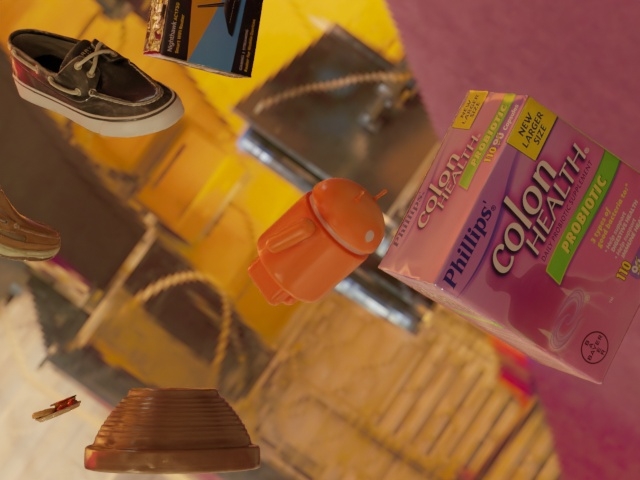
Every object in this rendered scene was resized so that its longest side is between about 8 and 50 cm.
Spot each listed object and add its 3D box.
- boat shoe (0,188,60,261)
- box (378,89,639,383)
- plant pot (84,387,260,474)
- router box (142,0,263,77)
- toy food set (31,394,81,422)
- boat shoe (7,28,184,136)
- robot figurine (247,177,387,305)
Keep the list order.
[{"bbox_3d":[-0.348,-0.026,1.640,0.190,0.072,0.068,11,-167,-46],"label":"boat shoe"},{"bbox_3d":[0.223,-0.004,1.617,0.243,0.214,0.117,31,174,-26],"label":"box"},{"bbox_3d":[-0.199,0.253,2.098,0.237,0.110,0.237,-1,176,0],"label":"plant pot"},{"bbox_3d":[-0.132,-0.292,1.852,0.133,0.179,0.046,10,177,-37],"label":"router box"},{"bbox_3d":[-0.433,0.277,2.559,0.082,0.083,0.020,163,85,-84],"label":"toy food set"},{"bbox_3d":[-0.233,-0.162,1.565,0.219,0.078,0.070,18,138,31],"label":"boat shoe"},{"bbox_3d":[-0.001,0.000,2.175,0.158,0.219,0.128,36,-157,-30],"label":"robot figurine"}]
